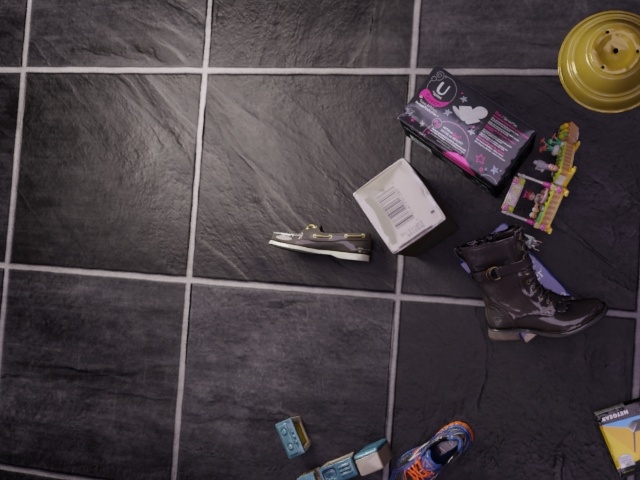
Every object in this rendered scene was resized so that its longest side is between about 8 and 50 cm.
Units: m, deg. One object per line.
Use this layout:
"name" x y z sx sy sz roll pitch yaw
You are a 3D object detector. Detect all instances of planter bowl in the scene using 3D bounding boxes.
"planter bowl" 0.598 -0.376 1.614 0.217 0.090 0.217 -1 86 15

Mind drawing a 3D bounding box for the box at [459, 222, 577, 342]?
"box" 0.410 0.086 1.667 0.136 0.036 0.225 -42 77 9

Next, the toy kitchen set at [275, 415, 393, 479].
"toy kitchen set" 0.023 0.435 1.705 0.207 0.122 0.166 -25 81 12

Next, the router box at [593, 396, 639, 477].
"router box" 0.657 0.379 1.579 0.178 0.046 0.133 -23 82 12

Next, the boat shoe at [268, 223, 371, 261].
"boat shoe" 0.000 0.000 1.760 0.227 0.081 0.069 9 86 8

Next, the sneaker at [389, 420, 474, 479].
"sneaker" 0.224 0.464 1.668 0.221 0.087 0.083 -46 77 8

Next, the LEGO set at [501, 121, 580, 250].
"LEGO set" 0.440 -0.127 1.598 0.107 0.132 0.287 20 85 4

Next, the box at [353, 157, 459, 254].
"box" 0.181 -0.057 1.592 0.121 0.311 0.148 -36 78 10

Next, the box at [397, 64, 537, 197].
"box" 0.307 -0.224 1.645 0.247 0.163 0.142 38 93 13

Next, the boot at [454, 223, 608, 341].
"boot" 0.414 0.077 1.564 0.262 0.091 0.229 -13 105 17
